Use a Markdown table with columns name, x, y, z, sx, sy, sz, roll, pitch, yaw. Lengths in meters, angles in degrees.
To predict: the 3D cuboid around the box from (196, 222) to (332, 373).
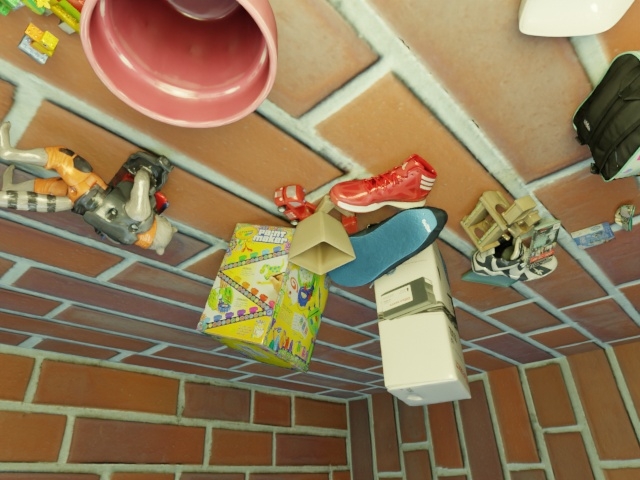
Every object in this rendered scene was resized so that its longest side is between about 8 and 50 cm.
| name | x | y | z | sx | sy | sz | roll | pitch | yaw |
| --- | --- | --- | --- | --- | --- | --- | --- | --- | --- |
| box | -0.118 | 0.151 | 1.103 | 0.177 | 0.279 | 0.290 | 6 | 154 | 23 |

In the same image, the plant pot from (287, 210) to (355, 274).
| name | x | y | z | sx | sy | sz | roll | pitch | yaw |
| --- | --- | --- | --- | --- | --- | --- | --- | --- | --- |
| plant pot | 0.000 | 0.000 | 0.967 | 0.109 | 0.096 | 0.109 | -28 | 140 | 33 |

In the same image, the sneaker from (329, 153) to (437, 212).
| name | x | y | z | sx | sy | sz | roll | pitch | yaw |
| --- | --- | --- | --- | --- | --- | --- | --- | --- | --- |
| sneaker | 0.132 | -0.127 | 0.888 | 0.221 | 0.087 | 0.128 | -5 | 144 | -20 |

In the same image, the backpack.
| name | x | y | z | sx | sy | sz | roll | pitch | yaw |
| --- | --- | --- | --- | --- | --- | --- | --- | --- | --- |
| backpack | 0.507 | -0.202 | 0.679 | 0.144 | 0.166 | 0.188 | -9 | 153 | 9 |

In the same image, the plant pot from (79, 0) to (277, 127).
| name | x | y | z | sx | sy | sz | roll | pitch | yaw |
| --- | --- | --- | --- | --- | --- | --- | --- | --- | --- |
| plant pot | -0.148 | -0.265 | 0.504 | 0.201 | 0.180 | 0.201 | -2 | 151 | -1 |

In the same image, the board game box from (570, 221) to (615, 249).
| name | x | y | z | sx | sy | sz | roll | pitch | yaw |
| --- | --- | --- | --- | --- | --- | --- | --- | --- | --- |
| board game box | 0.738 | -0.011 | 1.179 | 0.090 | 0.020 | 0.090 | -23 | 145 | 33 |

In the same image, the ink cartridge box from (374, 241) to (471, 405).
| name | x | y | z | sx | sy | sz | roll | pitch | yaw |
| --- | --- | --- | --- | --- | --- | --- | --- | --- | --- |
| ink cartridge box | 0.258 | 0.200 | 1.134 | 0.166 | 0.395 | 0.285 | -14 | 149 | 20 |

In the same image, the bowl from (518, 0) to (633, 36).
| name | x | y | z | sx | sy | sz | roll | pitch | yaw |
| --- | --- | --- | --- | --- | --- | --- | --- | --- | --- |
| bowl | 0.331 | -0.334 | 0.549 | 0.141 | 0.053 | 0.142 | -1 | 149 | -2 |

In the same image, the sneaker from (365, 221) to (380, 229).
| name | x | y | z | sx | sy | sz | roll | pitch | yaw |
| --- | --- | --- | --- | --- | --- | --- | --- | --- | --- |
| sneaker | 0.165 | -0.025 | 1.091 | 0.109 | 0.040 | 0.044 | -6 | 148 | 5 |

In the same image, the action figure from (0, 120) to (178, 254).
| name | x | y | z | sx | sy | sz | roll | pitch | yaw |
| --- | --- | --- | --- | --- | --- | --- | --- | --- | --- |
| action figure | -0.454 | -0.055 | 0.864 | 0.330 | 0.179 | 0.341 | 26 | 139 | -25 |

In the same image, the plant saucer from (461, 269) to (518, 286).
| name | x | y | z | sx | sy | sz | roll | pitch | yaw |
| --- | --- | --- | --- | --- | --- | --- | --- | --- | --- |
| plant saucer | 0.545 | 0.119 | 1.395 | 0.192 | 0.018 | 0.067 | 9 | 148 | -21 |

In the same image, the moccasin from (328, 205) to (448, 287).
| name | x | y | z | sx | sy | sz | roll | pitch | yaw |
| --- | --- | --- | --- | --- | --- | --- | --- | --- | --- |
| moccasin | 0.150 | 0.025 | 0.995 | 0.116 | 0.138 | 0.342 | -16 | 174 | -41 |

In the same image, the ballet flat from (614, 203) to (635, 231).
| name | x | y | z | sx | sy | sz | roll | pitch | yaw |
| --- | --- | --- | --- | --- | --- | --- | --- | --- | --- |
| ballet flat | 0.759 | -0.058 | 1.090 | 0.041 | 0.041 | 0.114 | -17 | 147 | 24 |

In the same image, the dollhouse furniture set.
| name | x | y | z | sx | sy | sz | roll | pitch | yaw |
| --- | --- | --- | --- | --- | --- | --- | --- | --- | --- |
| dollhouse furniture set | 0.441 | -0.080 | 1.001 | 0.160 | 0.101 | 0.182 | -20 | 155 | -21 |

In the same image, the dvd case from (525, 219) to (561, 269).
| name | x | y | z | sx | sy | sz | roll | pitch | yaw |
| --- | --- | --- | --- | --- | --- | --- | --- | --- | --- |
| dvd case | 0.575 | 0.012 | 1.126 | 0.087 | 0.013 | 0.120 | -17 | 123 | -21 |

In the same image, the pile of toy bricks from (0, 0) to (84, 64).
| name | x | y | z | sx | sy | sz | roll | pitch | yaw |
| --- | --- | --- | --- | --- | --- | --- | --- | --- | --- |
| pile of toy bricks | -0.358 | -0.294 | 0.486 | 0.105 | 0.118 | 0.212 | 2 | 158 | 33 |

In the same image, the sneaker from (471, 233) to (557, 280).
| name | x | y | z | sx | sy | sz | roll | pitch | yaw |
| --- | --- | --- | --- | --- | --- | --- | --- | --- | --- |
| sneaker | 0.546 | 0.042 | 1.182 | 0.234 | 0.094 | 0.153 | 7 | 159 | 3 |

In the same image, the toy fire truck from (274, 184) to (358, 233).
| name | x | y | z | sx | sy | sz | roll | pitch | yaw |
| --- | --- | --- | --- | --- | --- | --- | --- | --- | --- |
| toy fire truck | -0.004 | -0.069 | 0.994 | 0.135 | 0.047 | 0.192 | -15 | 147 | 20 |
